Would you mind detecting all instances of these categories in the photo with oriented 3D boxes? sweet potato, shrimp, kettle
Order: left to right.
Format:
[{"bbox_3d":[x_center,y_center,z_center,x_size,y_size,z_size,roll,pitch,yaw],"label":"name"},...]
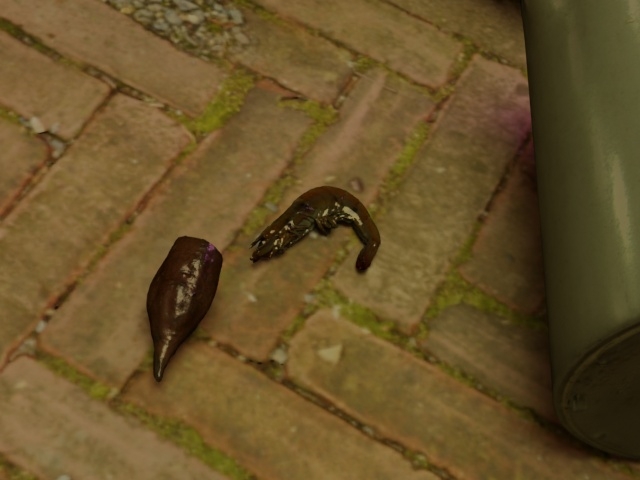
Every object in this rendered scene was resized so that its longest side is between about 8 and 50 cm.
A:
[{"bbox_3d":[-0.101,0.050,0.910,0.049,0.049,0.117,15,58,0],"label":"sweet potato"},{"bbox_3d":[0.000,0.000,0.986,0.083,0.023,0.114,43,52,18],"label":"shrimp"},{"bbox_3d":[0.325,-0.049,0.937,0.361,0.250,0.377,9,55,-15],"label":"kettle"}]
